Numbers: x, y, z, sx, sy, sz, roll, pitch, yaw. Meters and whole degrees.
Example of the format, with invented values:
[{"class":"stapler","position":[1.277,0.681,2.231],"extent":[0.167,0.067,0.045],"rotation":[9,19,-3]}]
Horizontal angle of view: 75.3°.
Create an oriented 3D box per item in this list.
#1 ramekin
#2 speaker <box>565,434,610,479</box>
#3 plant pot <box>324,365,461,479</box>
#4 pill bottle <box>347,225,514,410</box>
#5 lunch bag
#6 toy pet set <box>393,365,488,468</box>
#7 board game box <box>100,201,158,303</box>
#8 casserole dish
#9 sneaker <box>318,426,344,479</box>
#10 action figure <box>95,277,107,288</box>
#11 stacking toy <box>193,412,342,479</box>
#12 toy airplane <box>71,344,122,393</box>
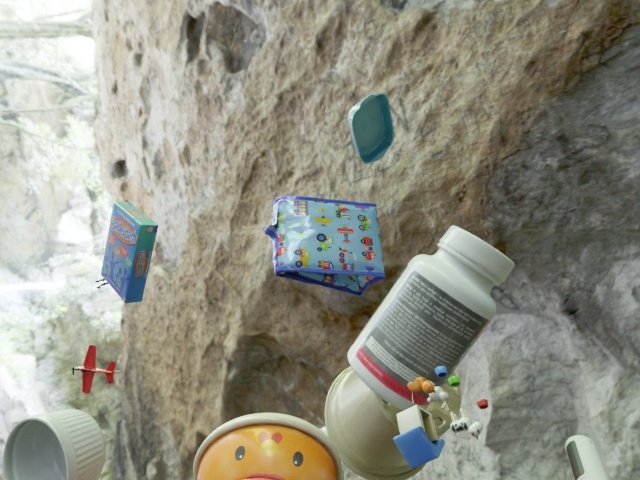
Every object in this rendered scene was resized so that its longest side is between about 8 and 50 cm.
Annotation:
[{"class":"ramekin","position":[-0.575,0.475,0.909],"extent":[0.207,0.109,0.207],"rotation":[-1,-94,21]},{"class":"speaker","position":[0.473,0.407,0.730],"extent":[0.055,0.136,0.055],"rotation":[4,-79,22]},{"class":"plant pot","position":[0.201,0.423,1.082],"extent":[0.334,0.333,0.306],"rotation":[53,-29,25]},{"class":"pill bottle","position":[0.205,0.138,0.766],"extent":[0.176,0.176,0.319],"rotation":[39,-82,39]},{"class":"lunch bag","position":[0.000,0.000,1.067],"extent":[0.138,0.293,0.221],"rotation":[132,-37,-51]},{"class":"toy pet set","position":[0.149,0.234,0.526],"extent":[0.114,0.122,0.065],"rotation":[-38,-149,24]},{"class":"board game box","position":[-0.487,0.027,1.048],"extent":[0.160,0.047,0.210],"rotation":[29,-72,36]},{"class":"casserole dish","position":[0.119,-0.270,0.996],"extent":[0.037,0.114,0.188],"rotation":[42,-13,35]},{"class":"sneaker","position":[0.037,0.796,1.490],"extent":[0.090,0.094,0.235],"rotation":[86,-1,-66]},{"class":"action figure","position":[-0.765,0.144,1.517],"extent":[0.030,0.115,0.038],"rotation":[-3,-78,21]},{"class":"stacking toy","position":[-0.116,0.622,0.797],"extent":[0.480,0.350,0.351],"rotation":[-95,-178,-68]},{"class":"toy airplane","position":[-0.696,0.405,1.286],"extent":[0.028,0.151,0.151],"rotation":[139,-69,-84]}]
